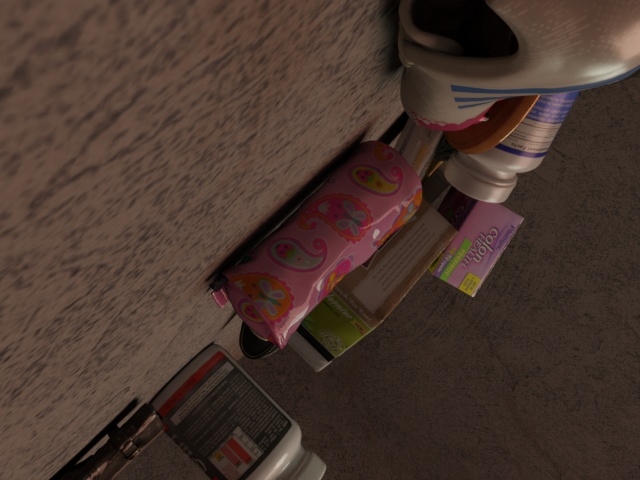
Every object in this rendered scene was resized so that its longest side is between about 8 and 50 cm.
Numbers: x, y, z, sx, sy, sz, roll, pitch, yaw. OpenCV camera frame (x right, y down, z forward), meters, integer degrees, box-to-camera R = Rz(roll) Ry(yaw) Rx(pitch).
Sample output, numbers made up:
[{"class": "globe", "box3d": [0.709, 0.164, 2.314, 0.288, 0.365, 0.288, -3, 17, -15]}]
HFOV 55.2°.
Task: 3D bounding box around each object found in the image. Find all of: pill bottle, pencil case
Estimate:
[{"class": "pill bottle", "box3d": [-0.173, 0.417, 1.314, 0.210, 0.363, 0.210, -45, 175, -5]}, {"class": "pill bottle", "box3d": [0.292, -0.199, 0.931, 0.152, 0.152, 0.272, -40, 155, -53]}, {"class": "pencil case", "box3d": [0.000, 0.000, 0.757, 0.284, 0.124, 0.124, -43, 175, -18]}]

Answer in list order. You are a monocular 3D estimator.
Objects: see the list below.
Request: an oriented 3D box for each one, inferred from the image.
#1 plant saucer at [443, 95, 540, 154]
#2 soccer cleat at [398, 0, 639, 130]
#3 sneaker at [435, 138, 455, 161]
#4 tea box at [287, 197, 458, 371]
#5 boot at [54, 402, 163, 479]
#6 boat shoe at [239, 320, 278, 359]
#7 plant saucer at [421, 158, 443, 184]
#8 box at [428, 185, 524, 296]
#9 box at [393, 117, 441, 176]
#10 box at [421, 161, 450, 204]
[{"class": "plant saucer", "box3d": [0.172, -0.187, 0.617, 0.200, 0.037, 0.200, -161, -90, -74]}, {"class": "soccer cleat", "box3d": [0.108, -0.157, 0.464, 0.331, 0.143, 0.116, -167, -96, -74]}, {"class": "sneaker", "box3d": [0.364, -0.298, 1.319, 0.343, 0.134, 0.146, -46, 177, -3]}, {"class": "tea box", "box3d": [0.074, 0.067, 1.364, 0.329, 0.220, 0.323, -43, 174, -37]}, {"class": "boot", "box3d": [-0.364, 0.390, 1.063, 0.229, 0.091, 0.263, -43, 173, -30]}, {"class": "boat shoe", "box3d": [-0.095, 0.133, 1.175, 0.091, 0.114, 0.303, -41, 162, -56]}, {"class": "plant saucer", "box3d": [0.265, -0.201, 1.643, 0.333, 0.081, 0.333, -46, 176, 1]}, {"class": "box", "box3d": [0.345, -0.013, 1.476, 0.214, 0.117, 0.243, -59, -171, 11]}, {"class": "box", "box3d": [0.142, -0.117, 0.998, 0.231, 0.056, 0.183, -64, 172, 14]}, {"class": "box", "box3d": [0.296, -0.134, 1.680, 0.232, 0.058, 0.322, -42, 175, -43]}]
